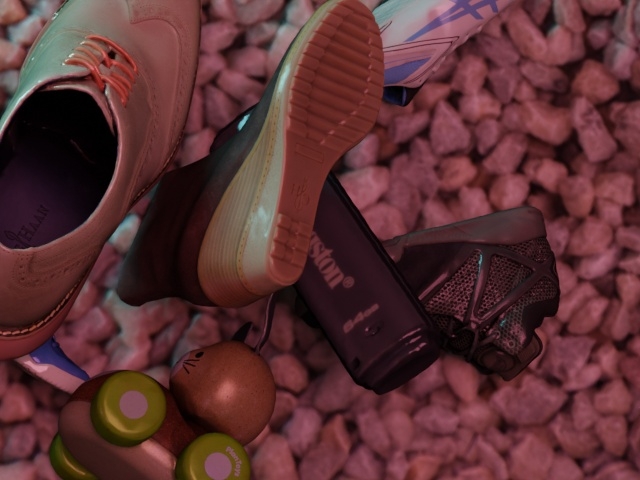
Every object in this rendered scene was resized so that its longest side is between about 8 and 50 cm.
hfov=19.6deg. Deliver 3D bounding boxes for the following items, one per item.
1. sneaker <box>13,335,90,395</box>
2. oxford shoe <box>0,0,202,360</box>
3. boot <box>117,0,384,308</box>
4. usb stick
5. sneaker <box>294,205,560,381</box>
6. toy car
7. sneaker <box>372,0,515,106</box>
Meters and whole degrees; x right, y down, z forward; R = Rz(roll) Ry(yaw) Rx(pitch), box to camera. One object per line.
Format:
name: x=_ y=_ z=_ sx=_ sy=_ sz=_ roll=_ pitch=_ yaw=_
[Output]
sneaker: x=-0.224 y=0.050 z=1.424 sx=0.152 sy=0.058 sz=0.084 roll=35 pitch=79 yaw=1
oxford shoe: x=-0.166 y=-0.096 z=1.399 sx=0.140 sy=0.146 sz=0.397 roll=24 pitch=55 yaw=-9
boot: x=-0.062 y=-0.065 z=1.418 sx=0.090 sy=0.207 sz=0.248 roll=31 pitch=69 yaw=-33
usb stick: x=0.000 y=0.000 z=1.440 sx=0.077 sy=0.045 sz=0.278 roll=-33 pitch=57 yaw=0
sneaker: x=0.097 y=0.057 z=1.498 sx=0.227 sy=0.087 sz=0.130 roll=-12 pitch=74 yaw=-23
toy car: x=-0.094 y=0.114 z=1.404 sx=0.149 sy=0.155 sz=0.188 roll=37 pitch=61 yaw=-5
sneaker: x=0.081 y=-0.168 z=1.558 sx=0.237 sy=0.085 sz=0.086 roll=-30 pitch=113 yaw=-23
